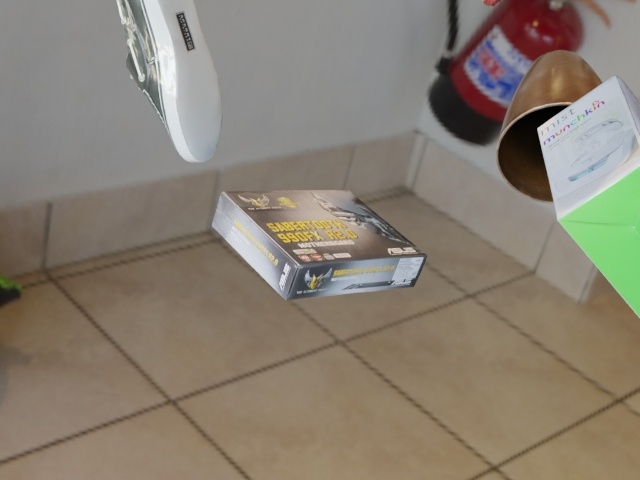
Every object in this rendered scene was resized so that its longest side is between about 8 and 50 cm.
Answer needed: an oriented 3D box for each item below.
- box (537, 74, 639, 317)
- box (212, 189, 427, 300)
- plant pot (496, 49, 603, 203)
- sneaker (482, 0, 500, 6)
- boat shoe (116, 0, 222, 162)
[{"bbox_3d":[0.388,-0.028,1.264,0.262,0.126,0.231,46,24,-22],"label":"box"},{"bbox_3d":[0.000,0.000,1.434,0.231,0.056,0.183,-2,34,-41],"label":"box"},{"bbox_3d":[0.413,-0.217,1.847,0.215,0.215,0.230,14,45,-2],"label":"plant pot"},{"bbox_3d":[0.221,-0.412,1.420,0.092,0.088,0.225,9,71,-16],"label":"sneaker"},{"bbox_3d":[-0.159,-0.186,1.110,0.070,0.219,0.077,-6,10,33],"label":"boat shoe"}]
